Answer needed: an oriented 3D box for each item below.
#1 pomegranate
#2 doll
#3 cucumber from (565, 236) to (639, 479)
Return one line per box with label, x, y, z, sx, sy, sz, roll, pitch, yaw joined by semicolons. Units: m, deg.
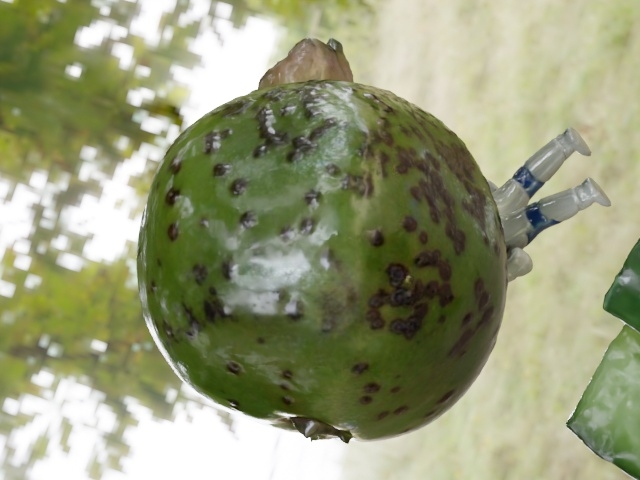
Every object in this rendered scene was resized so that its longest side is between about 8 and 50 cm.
pomegranate;0.000;0.000;1.140;0.254;0.254;0.270;79;-174;-65
doll;0.108;0.012;1.295;0.227;0.057;0.114;-36;32;16
cucumber;0.211;0.031;0.851;0.191;0.130;0.191;-51;-23;-31
